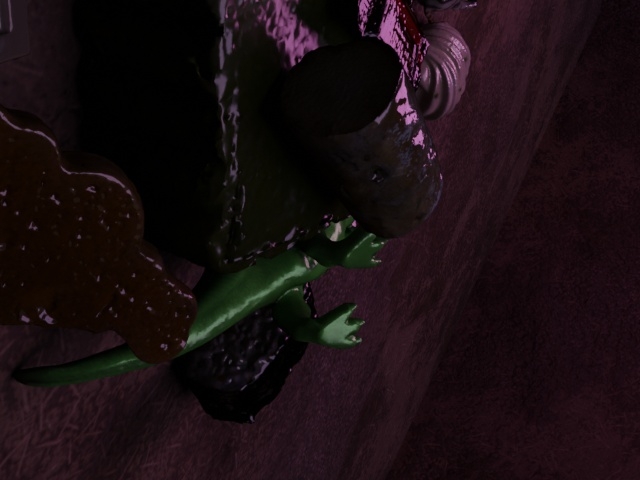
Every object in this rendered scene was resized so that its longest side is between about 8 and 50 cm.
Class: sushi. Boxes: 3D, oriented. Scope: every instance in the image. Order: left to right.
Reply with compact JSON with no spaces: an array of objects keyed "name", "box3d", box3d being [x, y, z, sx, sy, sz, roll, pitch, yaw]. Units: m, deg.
[{"name":"sushi","box3d":[-0.089,0.141,1.135,0.225,0.124,0.127,-57,155,-31]}]

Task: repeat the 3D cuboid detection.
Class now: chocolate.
[{"name":"chocolate","box3d":[0.069,-0.195,0.786,0.182,0.028,0.086,33,68,-60]}]

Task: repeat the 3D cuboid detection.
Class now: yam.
[{"name":"yam","box3d":[0.046,-0.082,0.735,0.107,0.107,0.194,-63,150,-16]}]

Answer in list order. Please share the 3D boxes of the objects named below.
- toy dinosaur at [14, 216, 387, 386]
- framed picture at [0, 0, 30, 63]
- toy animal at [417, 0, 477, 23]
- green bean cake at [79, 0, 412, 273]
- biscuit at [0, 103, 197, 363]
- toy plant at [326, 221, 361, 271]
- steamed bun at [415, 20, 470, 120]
[{"name":"toy dinosaur","box3d":[-0.116,-0.008,0.986,0.499,0.374,0.144,-10,121,-18]},{"name":"framed picture","box3d":[-0.264,-0.276,0.391,0.326,0.028,0.446,-48,148,-58]},{"name":"toy animal","box3d":[0.222,-0.493,1.382,0.170,0.089,0.255,-42,144,-42]},{"name":"green bean cake","box3d":[-0.073,-0.170,0.807,0.319,0.218,0.335,-26,127,-50]},{"name":"biscuit","box3d":[-0.219,0.013,0.682,0.183,0.047,0.319,-47,132,9]},{"name":"toy plant","box3d":[0.000,0.000,1.270,0.162,0.092,0.093,-39,143,-53]},{"name":"steamed bun","box3d":[0.212,-0.304,1.492,0.183,0.106,0.183,-51,154,-37]}]
